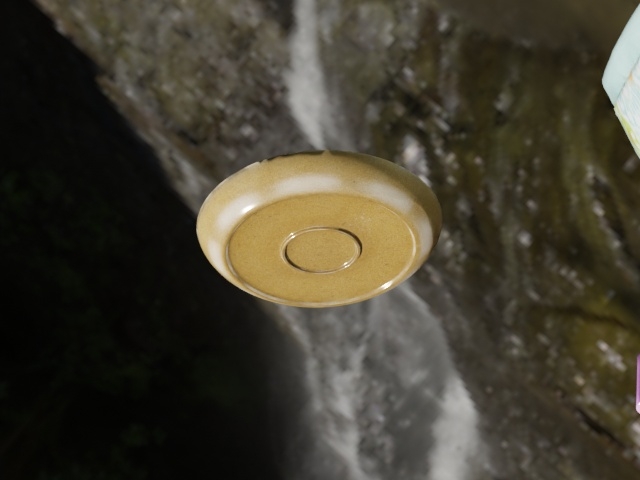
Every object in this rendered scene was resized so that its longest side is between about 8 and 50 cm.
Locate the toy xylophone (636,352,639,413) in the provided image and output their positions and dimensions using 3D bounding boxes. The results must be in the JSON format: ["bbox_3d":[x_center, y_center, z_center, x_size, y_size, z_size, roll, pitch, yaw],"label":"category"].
[{"bbox_3d":[0.549,0.146,1.793,0.322,0.236,0.081,8,130,18],"label":"toy xylophone"}]

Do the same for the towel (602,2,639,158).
[{"bbox_3d":[0.310,-0.030,1.035,0.374,0.090,0.320,63,-174,-80],"label":"towel"}]

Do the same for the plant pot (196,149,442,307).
[{"bbox_3d":[0.000,0.000,1.410,0.236,0.236,0.032,42,-145,-43],"label":"plant pot"}]
